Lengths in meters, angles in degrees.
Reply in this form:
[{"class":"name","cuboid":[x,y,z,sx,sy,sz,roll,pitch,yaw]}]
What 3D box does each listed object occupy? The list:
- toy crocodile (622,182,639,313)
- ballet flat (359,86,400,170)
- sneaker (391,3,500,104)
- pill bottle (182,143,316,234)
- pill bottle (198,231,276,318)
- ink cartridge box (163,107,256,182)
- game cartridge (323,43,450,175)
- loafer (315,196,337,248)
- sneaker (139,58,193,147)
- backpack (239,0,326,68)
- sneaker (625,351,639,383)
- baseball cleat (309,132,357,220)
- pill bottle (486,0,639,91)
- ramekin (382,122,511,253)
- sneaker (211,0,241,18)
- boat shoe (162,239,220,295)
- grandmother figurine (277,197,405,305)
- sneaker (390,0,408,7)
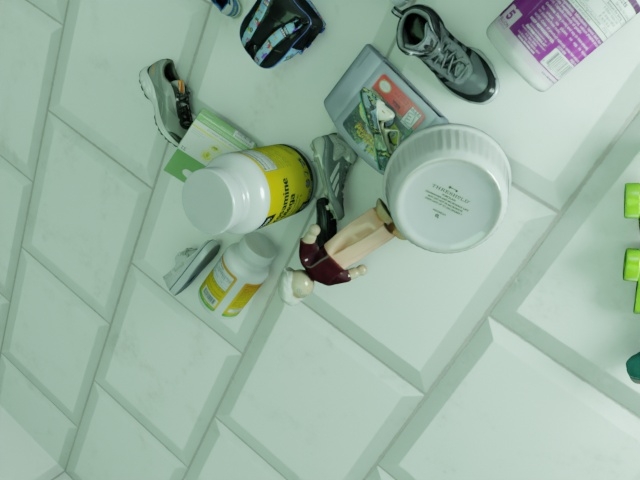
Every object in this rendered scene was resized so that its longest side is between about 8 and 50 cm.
[{"class":"toy crocodile","cuboid":[0.636,-0.014,1.016,0.115,0.105,0.341,0,109,28]},{"class":"ballet flat","cuboid":[0.139,-0.247,1.177,0.070,0.070,0.189,-8,110,30]},{"class":"sneaker","cuboid":[0.243,-0.373,1.087,0.269,0.153,0.101,48,121,8]},{"class":"pill bottle","cuboid":[-0.162,-0.121,1.276,0.187,0.334,0.188,9,109,27]},{"class":"pill bottle","cuboid":[-0.225,0.093,1.489,0.136,0.136,0.246,45,120,10]},{"class":"ink cartridge box","cuboid":[-0.304,-0.215,1.449,0.171,0.056,0.235,33,120,-18]},{"class":"game cartridge","cuboid":[0.148,-0.272,1.230,0.294,0.060,0.196,47,124,9]},{"class":"loafer","cuboid":[0.000,0.000,1.372,0.078,0.076,0.224,3,109,18]},{"class":"sneaker","cuboid":[-0.399,-0.368,1.475,0.107,0.100,0.272,-24,92,27]},{"class":"backpack","cuboid":[-0.096,-0.493,1.260,0.173,0.117,0.158,-42,83,30]},{"class":"sneaker","cuboid":[0.711,0.163,1.020,0.302,0.108,0.121,-36,85,23]},{"class":"baseball cleat","cuboid":[0.046,-0.155,1.290,0.109,0.072,0.206,-17,96,0]},{"class":"pill bottle","cuboid":[0.459,-0.424,0.945,0.301,0.169,0.169,-43,82,30]},{"class":"ramekin","cuboid":[0.261,-0.095,1.120,0.272,0.127,0.273,5,121,8]},{"class":"sneaker","cuboid":[-0.252,-0.623,1.342,0.053,0.059,0.144,-35,85,34]},{"class":"boat shoe","cuboid":[-0.394,0.067,1.598,0.084,0.095,0.258,48,120,3]},{"class":"grandmother figurine","cuboid":[0.032,0.039,1.288,0.342,0.104,0.208,-37,114,15]},{"class":"sneaker","cuboid":[0.140,-0.617,1.108,0.091,0.094,0.258,-18,94,36]}]
